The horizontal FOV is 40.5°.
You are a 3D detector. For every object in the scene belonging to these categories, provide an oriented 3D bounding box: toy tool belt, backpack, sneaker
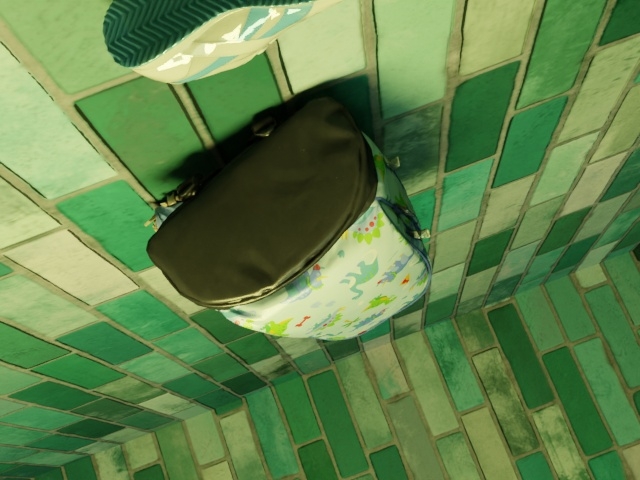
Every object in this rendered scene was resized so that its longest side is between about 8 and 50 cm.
[{"bbox_3d":[-0.175,-0.035,1.081,0.083,0.052,0.051,-26,171,13],"label":"toy tool belt"},{"bbox_3d":[0.000,0.000,1.114,0.290,0.273,0.355,-39,174,8],"label":"backpack"},{"bbox_3d":[-0.056,-0.195,0.692,0.229,0.087,0.092,-18,171,15],"label":"sneaker"}]
